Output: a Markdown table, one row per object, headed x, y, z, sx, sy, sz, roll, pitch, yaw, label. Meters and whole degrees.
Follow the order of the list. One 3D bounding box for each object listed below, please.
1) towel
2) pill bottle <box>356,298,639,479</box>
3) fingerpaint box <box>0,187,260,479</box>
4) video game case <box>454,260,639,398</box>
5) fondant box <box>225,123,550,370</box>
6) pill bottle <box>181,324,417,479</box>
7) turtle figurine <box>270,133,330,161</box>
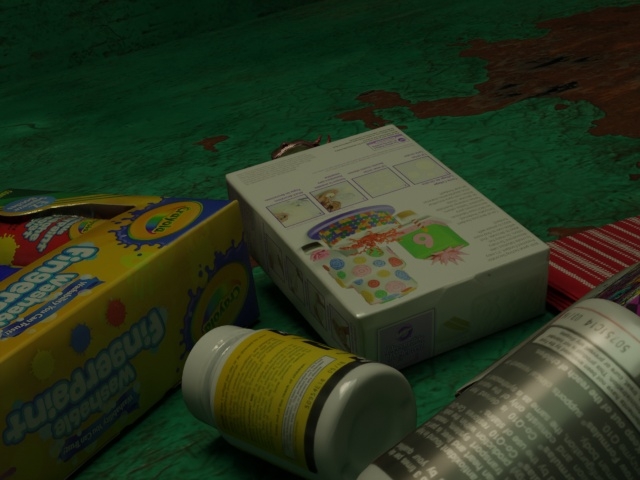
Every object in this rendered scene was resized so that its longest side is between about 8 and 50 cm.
| x | y | z | sx | sy | sz | roll | pitch | yaw | label |
| --- | --- | --- | --- | --- | --- | --- | --- | --- | --- |
| 0.366 | 0.022 | 1.316 | 0.274 | 0.031 | 0.199 | -15 | 22 | -17 | towel |
| 0.124 | 0.181 | 0.771 | 0.283 | 0.161 | 0.161 | -35 | 28 | -11 | pill bottle |
| -0.343 | 0.095 | 1.249 | 0.371 | 0.163 | 0.445 | 5 | 26 | 31 | fingerpaint box |
| 0.259 | 0.074 | 1.049 | 0.232 | 0.042 | 0.210 | -31 | -5 | -31 | video game case |
| 0.067 | 0.000 | 1.315 | 0.238 | 0.096 | 0.330 | -19 | 36 | -21 | fondant box |
| -0.025 | 0.147 | 1.050 | 0.208 | 0.119 | 0.119 | 14 | 31 | 43 | pill bottle |
| -0.032 | -0.081 | 1.591 | 0.175 | 0.118 | 0.234 | -12 | 15 | -9 | turtle figurine |
